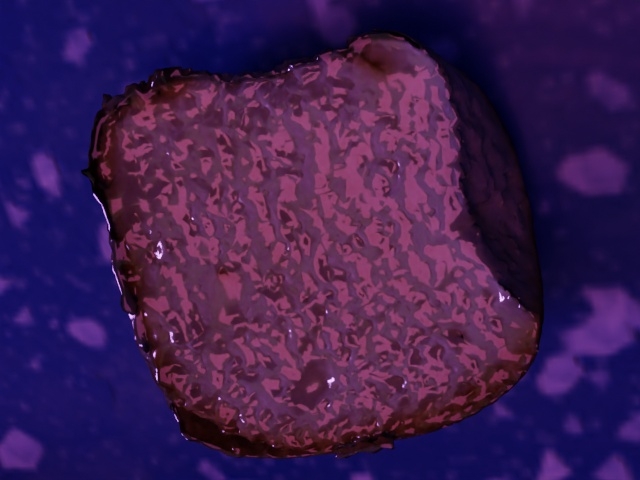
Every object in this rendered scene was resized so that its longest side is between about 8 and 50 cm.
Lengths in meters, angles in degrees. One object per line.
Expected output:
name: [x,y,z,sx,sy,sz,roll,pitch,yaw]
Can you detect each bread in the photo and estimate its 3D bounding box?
bread: [0.000,0.000,0.371,0.129,0.044,0.126,-10,107,25]
